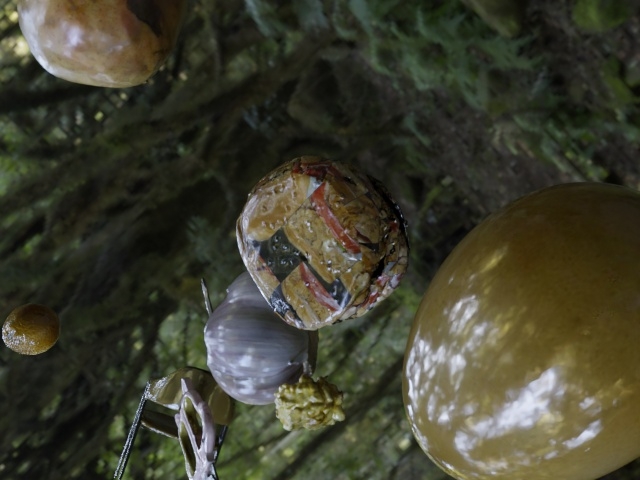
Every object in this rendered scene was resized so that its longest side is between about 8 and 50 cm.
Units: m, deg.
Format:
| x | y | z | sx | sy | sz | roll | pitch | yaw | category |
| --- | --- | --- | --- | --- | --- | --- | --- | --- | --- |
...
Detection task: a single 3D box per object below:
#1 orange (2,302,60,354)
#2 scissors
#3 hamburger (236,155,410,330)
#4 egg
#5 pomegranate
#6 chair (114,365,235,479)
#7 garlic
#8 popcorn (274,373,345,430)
| x | y | z | sx | sy | sz | roll | pitch | yaw | category |
| --- | --- | --- | --- | --- | --- | --- | --- | --- | --- |
| -0.418 | 0.128 | 1.524 | 0.085 | 0.085 | 0.085 | 46 | -170 | -10 | orange |
| -0.171 | 0.353 | 1.609 | 0.024 | 0.160 | 0.317 | -3 | -141 | -25 | scissors |
| 0.000 | 0.000 | 1.356 | 0.231 | 0.231 | 0.107 | 50 | -148 | 14 | hamburger |
| 0.212 | 0.094 | 0.963 | 0.250 | 0.322 | 0.250 | 36 | -156 | -19 | egg |
| -0.353 | -0.380 | 1.680 | 0.281 | 0.281 | 0.281 | 46 | -170 | -10 | pomegranate |
| -0.243 | 0.332 | 1.815 | 0.158 | 0.247 | 0.172 | 20 | 176 | -8 | chair |
| -0.088 | 0.135 | 1.658 | 0.207 | 0.207 | 0.256 | 42 | -179 | -30 | garlic |
| -0.011 | 0.178 | 1.144 | 0.083 | 0.082 | 0.057 | 3 | -113 | -35 | popcorn |
